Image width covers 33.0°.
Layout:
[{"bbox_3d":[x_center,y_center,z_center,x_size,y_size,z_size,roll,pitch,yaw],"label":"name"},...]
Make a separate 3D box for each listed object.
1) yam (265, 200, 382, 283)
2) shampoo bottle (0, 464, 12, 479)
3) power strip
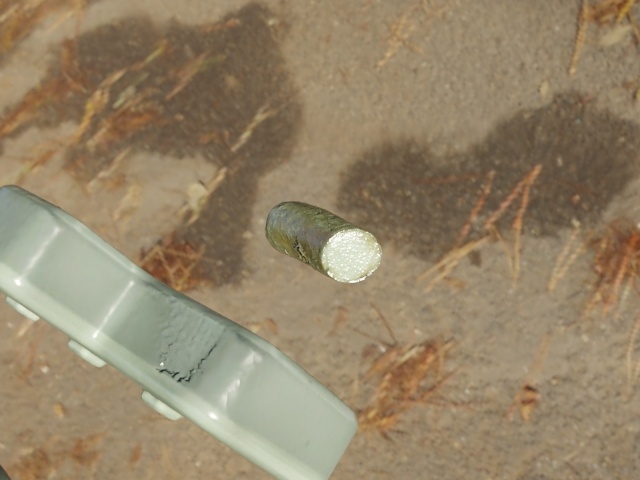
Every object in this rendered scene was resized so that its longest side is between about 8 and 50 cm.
[{"bbox_3d":[0.000,0.000,0.758,0.043,0.043,0.094,-48,35,-10],"label":"yam"},{"bbox_3d":[-0.378,0.279,0.873,0.101,0.101,0.284,10,41,39],"label":"shampoo bottle"},{"bbox_3d":[-0.118,0.042,0.613,0.265,0.193,0.059,24,75,42],"label":"power strip"}]
